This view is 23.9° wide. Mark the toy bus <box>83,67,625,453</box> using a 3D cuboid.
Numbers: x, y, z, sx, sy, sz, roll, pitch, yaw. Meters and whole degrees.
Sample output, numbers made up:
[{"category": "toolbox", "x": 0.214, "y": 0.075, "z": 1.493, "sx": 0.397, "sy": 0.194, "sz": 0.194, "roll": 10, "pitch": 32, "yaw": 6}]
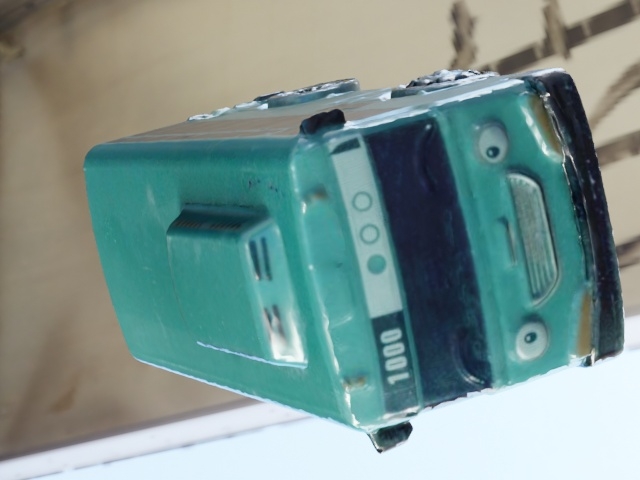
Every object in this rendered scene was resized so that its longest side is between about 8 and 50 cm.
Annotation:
[{"category": "toy bus", "x": 0.000, "y": 0.000, "z": 0.408, "sx": 0.092, "sy": 0.160, "sz": 0.079, "roll": -17, "pitch": -79, "yaw": -26}]
